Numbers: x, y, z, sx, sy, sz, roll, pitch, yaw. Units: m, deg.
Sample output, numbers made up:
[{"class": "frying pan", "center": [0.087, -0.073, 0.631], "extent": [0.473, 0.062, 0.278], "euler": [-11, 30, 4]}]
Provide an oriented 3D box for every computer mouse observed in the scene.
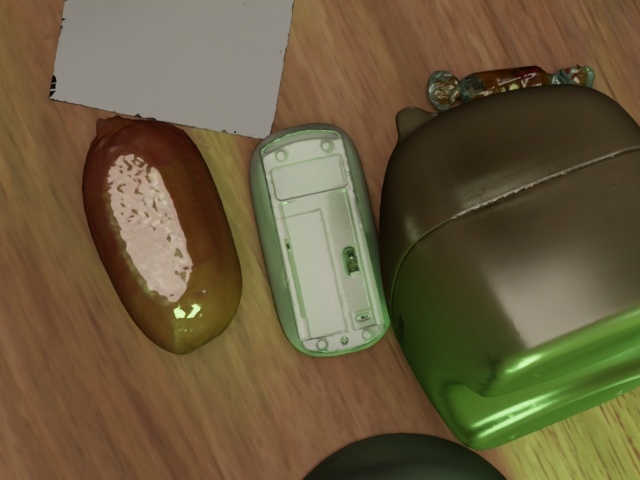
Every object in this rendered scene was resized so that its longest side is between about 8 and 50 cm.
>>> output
[{"class": "computer mouse", "center": [0.000, 0.000, 1.542], "extent": [0.126, 0.056, 0.245], "euler": [-13, 89, -4]}]

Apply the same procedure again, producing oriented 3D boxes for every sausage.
[{"class": "sausage", "center": [-0.162, -0.011, 1.497], "extent": [0.148, 0.148, 0.254], "euler": [-23, 87, -3]}]

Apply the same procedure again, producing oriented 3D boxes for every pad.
[{"class": "pad", "center": [-0.159, -0.208, 1.565], "extent": [0.243, 0.004, 0.163], "euler": [10, 88, -2]}]

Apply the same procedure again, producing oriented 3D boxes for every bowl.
[{"class": "bowl", "center": [0.095, 0.347, 1.493], "extent": [0.289, 0.146, 0.289], "euler": [0, 89, -3]}]

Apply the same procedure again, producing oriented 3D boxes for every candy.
[{"class": "candy", "center": [0.206, -0.162, 1.563], "extent": [0.182, 0.046, 0.053], "euler": [-4, 87, -1]}]

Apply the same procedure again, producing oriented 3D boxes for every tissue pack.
[{"class": "tissue pack", "center": [0.191, 0.018, 1.390], "extent": [0.267, 0.387, 0.276], "euler": [-19, 72, -3]}]
